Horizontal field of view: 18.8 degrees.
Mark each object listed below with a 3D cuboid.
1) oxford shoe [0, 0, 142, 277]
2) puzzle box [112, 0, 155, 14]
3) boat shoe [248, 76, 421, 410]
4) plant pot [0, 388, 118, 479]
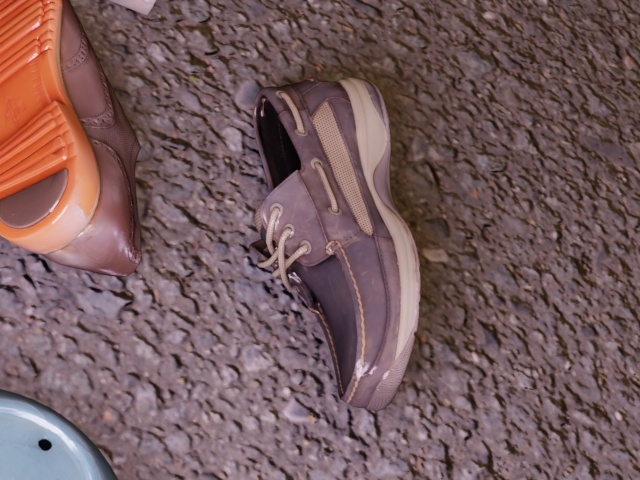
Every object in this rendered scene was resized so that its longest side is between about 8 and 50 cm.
[{"bbox_3d":[-0.236,-0.115,1.675,0.132,0.130,0.364,37,29,-46],"label":"oxford shoe"},{"bbox_3d":[-0.318,-0.399,1.855,0.409,0.052,0.272,21,50,-14],"label":"puzzle box"},{"bbox_3d":[0.000,0.000,1.707,0.130,0.132,0.355,4,47,-15],"label":"boat shoe"},{"bbox_3d":[-0.246,0.215,1.355,0.290,0.195,0.290,15,51,-19],"label":"plant pot"}]
